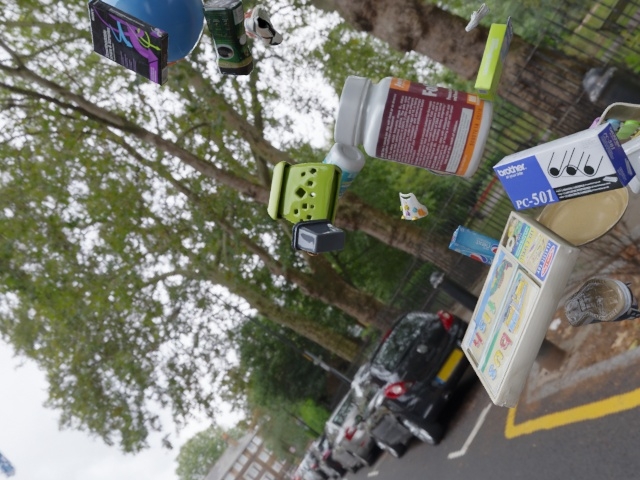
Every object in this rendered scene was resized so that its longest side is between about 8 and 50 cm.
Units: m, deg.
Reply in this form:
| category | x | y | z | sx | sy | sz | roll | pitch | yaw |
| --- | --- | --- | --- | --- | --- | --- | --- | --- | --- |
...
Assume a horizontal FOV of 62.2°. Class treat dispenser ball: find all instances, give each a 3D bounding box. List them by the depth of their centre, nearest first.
| category | x | y | z | sx | sy | sz | roll | pitch | yaw |
| --- | --- | --- | --- | --- | --- | --- | --- | --- | --- |
| treat dispenser ball | -0.452 | -0.605 | 1.397 | 0.288 | 0.288 | 0.288 | -53 | -12 | -16 |

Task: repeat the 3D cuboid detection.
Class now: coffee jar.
| category | x | y | z | sx | sy | sz | roll | pitch | yaw |
| --- | --- | --- | --- | --- | --- | --- | --- | --- | --- |
| coffee jar | -0.229 | -0.509 | 1.341 | 0.184 | 0.096 | 0.079 | 83 | -155 | -43 |

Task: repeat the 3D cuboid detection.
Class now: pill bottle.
| category | x | y | z | sx | sy | sz | roll | pitch | yaw |
| --- | --- | --- | --- | --- | --- | --- | --- | --- | --- |
| pill bottle | 0.250 | -0.322 | 1.462 | 0.224 | 0.393 | 0.223 | 14 | -90 | -84 |
| pill bottle | 0.061 | -0.266 | 2.171 | 0.146 | 0.146 | 0.264 | -43 | -8 | -49 |

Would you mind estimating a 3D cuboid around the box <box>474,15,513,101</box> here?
| category | x | y | z | sx | sy | sz | roll | pitch | yaw |
| --- | --- | --- | --- | --- | --- | --- | --- | --- | --- |
| box | 0.428 | -0.445 | 1.307 | 0.109 | 0.043 | 0.178 | 8 | -83 | -67 |

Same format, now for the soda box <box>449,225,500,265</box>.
| category | x | y | z | sx | sy | sz | roll | pitch | yaw |
| --- | --- | --- | --- | --- | --- | --- | --- | --- | --- |
| soda box | 0.569 | 0.027 | 1.871 | 0.067 | 0.210 | 0.071 | 103 | -170 | -67 |

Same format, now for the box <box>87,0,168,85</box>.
| category | x | y | z | sx | sy | sz | roll | pitch | yaw |
| --- | --- | --- | --- | --- | --- | --- | --- | --- | --- |
| box | -0.380 | -0.392 | 1.055 | 0.029 | 0.162 | 0.116 | -60 | -4 | -36 |

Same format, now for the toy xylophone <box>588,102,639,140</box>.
| category | x | y | z | sx | sy | sz | roll | pitch | yaw |
| --- | --- | --- | --- | --- | --- | --- | --- | --- | --- |
| toy xylophone | 1.007 | -0.340 | 1.638 | 0.236 | 0.323 | 0.081 | 26 | -102 | -66 |

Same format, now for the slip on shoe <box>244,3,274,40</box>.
| category | x | y | z | sx | sy | sz | roll | pitch | yaw |
| --- | --- | --- | --- | --- | --- | --- | --- | --- | --- |
| slip on shoe | -0.226 | -0.757 | 1.870 | 0.101 | 0.123 | 0.331 | -25 | 31 | 8 |

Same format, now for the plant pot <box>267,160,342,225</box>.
| category | x | y | z | sx | sy | sz | roll | pitch | yaw |
| --- | --- | --- | --- | --- | --- | --- | --- | --- | --- |
| plant pot | -0.053 | -0.154 | 1.809 | 0.227 | 0.207 | 0.228 | -14 | -68 | -82 |

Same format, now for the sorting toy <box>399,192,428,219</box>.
| category | x | y | z | sx | sy | sz | roll | pitch | yaw |
| --- | --- | --- | --- | --- | --- | --- | --- | --- | --- |
| sorting toy | 0.249 | -0.100 | 1.484 | 0.045 | 0.083 | 0.075 | -33 | -66 | -29 |

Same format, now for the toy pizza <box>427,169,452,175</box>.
| category | x | y | z | sx | sy | sz | roll | pitch | yaw |
| --- | --- | --- | --- | --- | --- | --- | --- | --- | --- |
| toy pizza | 0.392 | -0.302 | 1.659 | 0.201 | 0.201 | 0.032 | -56 | -2 | -4 |

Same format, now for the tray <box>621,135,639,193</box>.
| category | x | y | z | sx | sy | sz | roll | pitch | yaw |
| --- | --- | --- | --- | --- | --- | --- | --- | --- | --- |
| tray | 0.936 | -0.241 | 1.403 | 0.270 | 0.145 | 0.030 | -31 | 3 | 35 |

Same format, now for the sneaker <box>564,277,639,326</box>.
| category | x | y | z | sx | sy | sz | roll | pitch | yaw |
| --- | --- | --- | --- | --- | --- | --- | --- | --- | --- |
| sneaker | 0.701 | 0.139 | 1.249 | 0.282 | 0.153 | 0.099 | 78 | -177 | -73 |

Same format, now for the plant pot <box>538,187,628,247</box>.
| category | x | y | z | sx | sy | sz | roll | pitch | yaw |
| --- | --- | --- | --- | --- | --- | --- | --- | --- | --- |
| plant pot | 0.678 | -0.065 | 1.370 | 0.236 | 0.032 | 0.236 | -39 | 24 | 21 |

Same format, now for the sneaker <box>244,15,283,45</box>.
| category | x | y | z | sx | sy | sz | roll | pitch | yaw |
| --- | --- | --- | --- | --- | --- | --- | --- | --- | --- |
| sneaker | -0.126 | -0.493 | 1.252 | 0.109 | 0.044 | 0.040 | 12 | -98 | -47 |

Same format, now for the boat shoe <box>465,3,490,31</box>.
| category | x | y | z | sx | sy | sz | roll | pitch | yaw |
| --- | --- | --- | --- | --- | --- | --- | --- | --- | --- |
| boat shoe | 0.490 | -0.705 | 1.671 | 0.100 | 0.035 | 0.035 | -45 | 23 | 1 |

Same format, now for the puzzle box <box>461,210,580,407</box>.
| category | x | y | z | sx | sy | sz | roll | pitch | yaw |
| --- | --- | --- | --- | --- | --- | --- | --- | --- | --- |
| puzzle box | 0.465 | 0.157 | 1.285 | 0.272 | 0.052 | 0.408 | -100 | 23 | -71 |

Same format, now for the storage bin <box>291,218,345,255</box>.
| category | x | y | z | sx | sy | sz | roll | pitch | yaw |
| --- | --- | --- | --- | --- | --- | --- | --- | --- | --- |
| storage bin | 0.000 | 0.000 | 1.489 | 0.135 | 0.091 | 0.098 | -7 | -70 | -38 |

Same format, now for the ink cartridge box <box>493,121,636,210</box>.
| category | x | y | z | sx | sy | sz | roll | pitch | yaw |
| --- | --- | --- | --- | --- | --- | --- | --- | --- | --- |
| ink cartridge box | 0.403 | -0.118 | 0.896 | 0.046 | 0.097 | 0.207 | -38 | 12 | -27 |
